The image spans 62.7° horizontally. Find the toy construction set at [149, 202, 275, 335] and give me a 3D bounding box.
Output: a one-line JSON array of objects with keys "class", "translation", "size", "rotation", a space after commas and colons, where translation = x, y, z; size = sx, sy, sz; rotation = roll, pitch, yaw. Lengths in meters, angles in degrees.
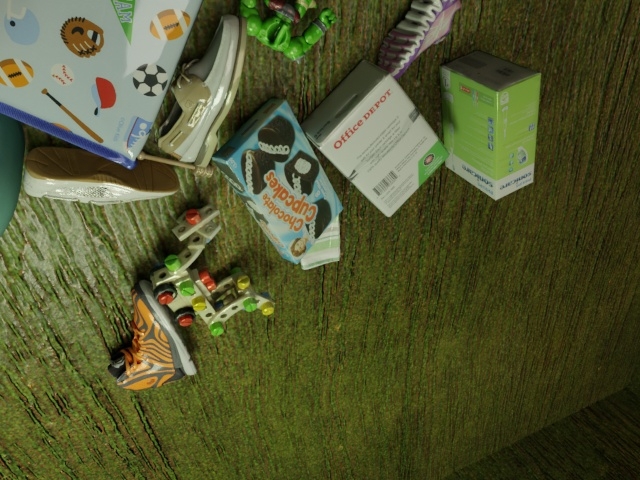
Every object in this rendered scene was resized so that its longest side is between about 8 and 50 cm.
[{"class": "toy construction set", "translation": [-0.248, 0.084, 1.169], "size": [0.215, 0.151, 0.328], "rotation": [-24, 128, -4]}]

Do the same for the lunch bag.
[{"class": "lunch bag", "translation": [-0.381, -0.344, 0.739], "size": [0.385, 0.239, 0.328], "rotation": [21, 112, -20]}]

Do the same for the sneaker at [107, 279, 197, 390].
[{"class": "sneaker", "translation": [-0.411, 0.243, 1.207], "size": [0.180, 0.125, 0.321], "rotation": [-23, 130, -15]}]

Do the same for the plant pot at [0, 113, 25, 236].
[{"class": "plant pot", "translation": [-0.592, -0.089, 0.771], "size": [0.292, 0.235, 0.293], "rotation": [-19, 139, -17]}]

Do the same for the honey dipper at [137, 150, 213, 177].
[{"class": "honey dipper", "translation": [-0.290, -0.156, 1.048], "size": [0.160, 0.030, 0.031], "rotation": [10, 116, -42]}]

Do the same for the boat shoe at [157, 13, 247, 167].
[{"class": "boat shoe", "translation": [-0.217, -0.268, 0.951], "size": [0.103, 0.113, 0.302], "rotation": [13, 126, -22]}]

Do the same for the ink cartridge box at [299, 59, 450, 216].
[{"class": "ink cartridge box", "translation": [0.127, -0.224, 1.185], "size": [0.211, 0.121, 0.289], "rotation": [-45, 131, 6]}]

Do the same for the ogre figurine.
[{"class": "ogre figurine", "translation": [-0.076, -0.411, 0.964], "size": [0.197, 0.096, 0.118], "rotation": [17, 101, -48]}]

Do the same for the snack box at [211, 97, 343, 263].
[{"class": "snack box", "translation": [-0.079, -0.120, 1.143], "size": [0.187, 0.060, 0.322], "rotation": [-50, 135, -20]}]

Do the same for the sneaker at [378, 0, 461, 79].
[{"class": "sneaker", "translation": [0.217, -0.439, 1.112], "size": [0.104, 0.095, 0.236], "rotation": [18, 111, -45]}]

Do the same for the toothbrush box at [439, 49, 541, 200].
[{"class": "toothbrush box", "translation": [0.395, -0.273, 1.245], "size": [0.122, 0.206, 0.283], "rotation": [-24, 129, -13]}]

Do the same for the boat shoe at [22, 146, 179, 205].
[{"class": "boat shoe", "translation": [-0.409, -0.113, 0.994], "size": [0.277, 0.098, 0.096], "rotation": [3, 146, -39]}]

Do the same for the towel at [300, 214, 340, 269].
[{"class": "towel", "translation": [0.000, 0.000, 1.335], "size": [0.113, 0.023, 0.152], "rotation": [-16, 128, -20]}]
